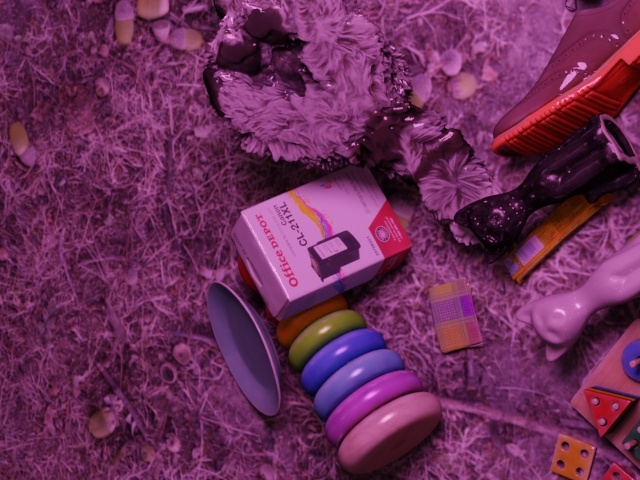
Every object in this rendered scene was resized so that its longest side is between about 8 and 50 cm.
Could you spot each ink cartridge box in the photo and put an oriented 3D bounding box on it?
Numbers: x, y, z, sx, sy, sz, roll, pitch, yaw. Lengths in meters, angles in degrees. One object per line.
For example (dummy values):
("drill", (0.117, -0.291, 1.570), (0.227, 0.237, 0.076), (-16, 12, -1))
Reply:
("ink cartridge box", (0.000, 0.000, 1.782), (0.127, 0.175, 0.072), (61, 157, 13))

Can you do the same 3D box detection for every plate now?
("plate", (-0.091, 0.134, 1.901), (0.188, 0.024, 0.188), (49, 152, 38))

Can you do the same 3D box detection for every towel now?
("towel", (0.161, 0.092, 1.787), (0.060, 0.009, 0.083), (-17, 84, 34))

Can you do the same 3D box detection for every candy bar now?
("candy bar", (0.266, -0.011, 1.703), (0.161, 0.018, 0.040), (-46, 66, 28))

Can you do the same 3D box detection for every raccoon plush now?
("raccoon plush", (0.020, -0.185, 1.799), (0.216, 0.299, 0.446), (-35, 108, 15))

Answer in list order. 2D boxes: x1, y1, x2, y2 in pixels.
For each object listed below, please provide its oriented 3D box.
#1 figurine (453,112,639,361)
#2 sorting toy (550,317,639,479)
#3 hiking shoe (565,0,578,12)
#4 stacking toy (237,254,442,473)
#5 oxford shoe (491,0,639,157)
("figurine", (0.278, 0.005, 1.635), (0.209, 0.092, 0.215), (-34, 81, 24))
("sorting toy", (0.350, 0.185, 1.649), (0.132, 0.046, 0.274), (44, 116, 22))
("hiking shoe", (0.360, -0.375, 1.575), (0.304, 0.113, 0.132), (-30, 106, 27))
("stacking toy", (0.006, 0.115, 1.826), (0.141, 0.141, 0.330), (-46, 65, 28))
("oxford shoe", (0.292, -0.189, 1.638), (0.271, 0.097, 0.098), (-36, 60, 23))
